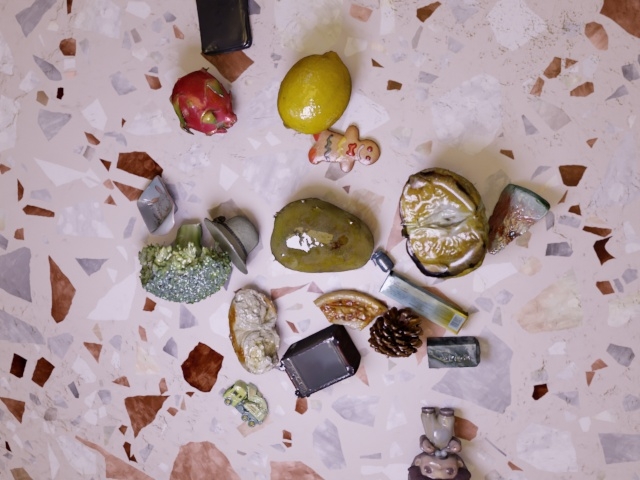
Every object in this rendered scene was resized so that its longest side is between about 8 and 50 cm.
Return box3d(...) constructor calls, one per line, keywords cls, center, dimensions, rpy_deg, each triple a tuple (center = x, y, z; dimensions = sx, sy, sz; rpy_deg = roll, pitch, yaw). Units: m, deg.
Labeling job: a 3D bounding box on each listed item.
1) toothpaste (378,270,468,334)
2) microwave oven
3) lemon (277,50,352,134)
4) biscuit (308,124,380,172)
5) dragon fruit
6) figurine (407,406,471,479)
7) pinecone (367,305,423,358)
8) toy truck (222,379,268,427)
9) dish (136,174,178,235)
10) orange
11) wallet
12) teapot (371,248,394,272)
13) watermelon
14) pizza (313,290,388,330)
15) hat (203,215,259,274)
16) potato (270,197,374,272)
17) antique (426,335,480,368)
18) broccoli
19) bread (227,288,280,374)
box3d(cls="toothpaste", center=(0.363, 0.218, 1.858), dimensions=(0.313, 0.071, 0.089), rpy_deg=(29, 108, 6))
box3d(cls="microwave oven", center=(0.006, 0.442, 1.925), dimensions=(0.247, 0.178, 0.188), rpy_deg=(-27, 91, 16))
box3d(cls="lemon", center=(-0.019, -0.477, 1.726), dimensions=(0.263, 0.236, 0.236), rpy_deg=(-39, 91, 33))
box3d(cls="biscuit", center=(0.085, -0.321, 1.833), dimensions=(0.250, 0.036, 0.165), rpy_deg=(14, 104, 9))
box3d(cls="dragon fruit", center=(-0.408, -0.471, 1.831), dimensions=(0.224, 0.224, 0.227), rpy_deg=(-24, 97, 16))
box3d(cls="figurine", center=(0.425, 0.797, 1.902), dimensions=(0.248, 0.203, 0.380), rpy_deg=(-1, 89, 6))
box3d(cls="pinecone", center=(0.271, 0.320, 1.825), dimensions=(0.212, 0.185, 0.168), rpy_deg=(-52, 55, 48))
box3d(cls="toy truck", center=(-0.282, 0.635, 2.073), dimensions=(0.191, 0.085, 0.116), rpy_deg=(44, 97, -2))
box3d(cls="dish", center=(-0.591, -0.115, 1.964), dimensions=(0.154, 0.064, 0.234), rpy_deg=(-47, 54, 17))
box3d(cls="orange", center=(0.415, -0.062, 1.715), dimensions=(0.271, 0.210, 0.369), rpy_deg=(-7, 98, 37))
box3d(cls="wallet", center=(-0.345, -0.847, 1.819), dimensions=(0.197, 0.051, 0.377), rpy_deg=(-4, 99, 16))
box3d(cls="teapot", center=(0.222, 0.075, 1.878), dimensions=(0.049, 0.063, 0.083), rpy_deg=(-35, 84, -16))
box3d(cls="watermelon", center=(0.628, -0.061, 1.745), dimensions=(0.154, 0.094, 0.241), rpy_deg=(35, 109, 12))
box3d(cls="pizza", center=(0.105, 0.249, 1.910), dimensions=(0.271, 0.056, 0.134), rpy_deg=(16, 73, 7))
box3d(cls="hat", center=(-0.297, -0.012, 1.915), dimensions=(0.130, 0.257, 0.257), rpy_deg=(-38, 91, -17))
box3d(cls="potato", center=(0.007, -0.017, 1.820), dimensions=(0.359, 0.219, 0.270), rpy_deg=(3, 111, 5))
box3d(cls="antique", center=(0.471, 0.394, 1.859), dimensions=(0.183, 0.086, 0.088), rpy_deg=(-6, 100, 13))
box3d(cls="broccoli", center=(-0.508, 0.101, 1.926), dimensions=(0.277, 0.317, 0.338), rpy_deg=(10, 125, -31))
box3d(cls="bread", center=(-0.248, 0.352, 1.953), dimensions=(0.192, 0.171, 0.314), rpy_deg=(-50, 52, 53))
